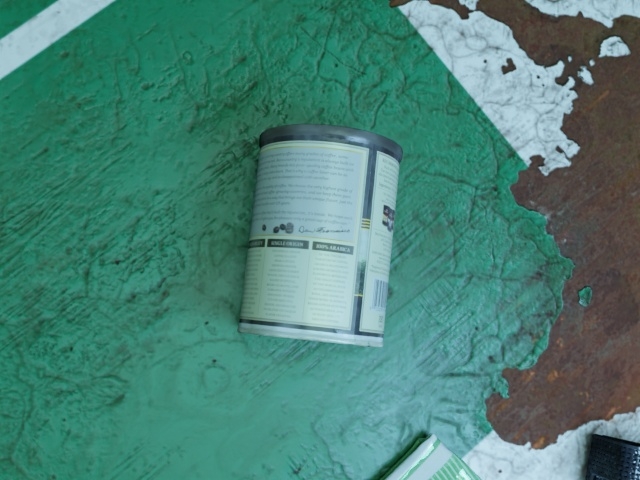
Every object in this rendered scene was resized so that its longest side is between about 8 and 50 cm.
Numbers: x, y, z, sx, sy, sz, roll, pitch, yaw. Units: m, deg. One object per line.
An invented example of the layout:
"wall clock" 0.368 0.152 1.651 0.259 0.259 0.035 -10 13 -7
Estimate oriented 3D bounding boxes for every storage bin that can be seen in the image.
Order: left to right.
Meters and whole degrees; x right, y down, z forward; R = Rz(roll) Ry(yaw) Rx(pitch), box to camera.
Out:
"storage bin" 0.498 0.348 1.080 0.180 0.122 0.084 13 82 -6

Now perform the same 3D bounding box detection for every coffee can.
"coffee can" 0.000 0.000 1.015 0.202 0.201 0.275 7 82 -7

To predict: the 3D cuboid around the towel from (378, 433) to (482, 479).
"towel" 0.188 0.475 1.068 0.248 0.038 0.325 -43 90 -11
